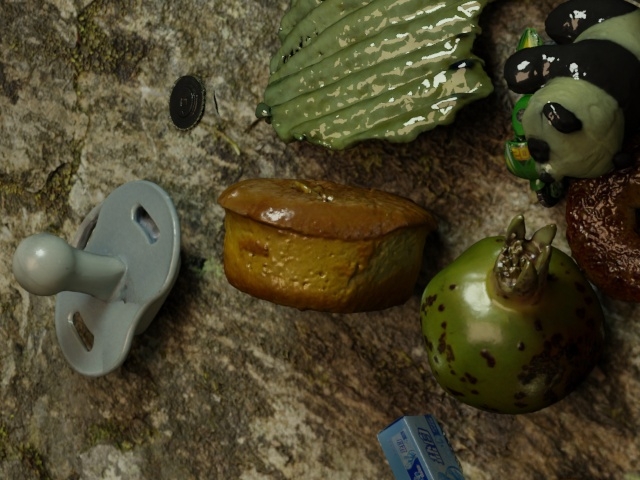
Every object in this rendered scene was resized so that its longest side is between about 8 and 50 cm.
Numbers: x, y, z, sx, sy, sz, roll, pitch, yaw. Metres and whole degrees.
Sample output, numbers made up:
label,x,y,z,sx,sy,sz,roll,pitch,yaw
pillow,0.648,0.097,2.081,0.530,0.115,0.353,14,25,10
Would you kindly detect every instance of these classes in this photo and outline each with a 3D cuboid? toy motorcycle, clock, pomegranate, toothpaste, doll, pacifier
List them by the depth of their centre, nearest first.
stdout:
label,x,y,z,sx,sy,sz,roll,pitch,yaw
doll,0.280,-0.155,1.298,0.135,0.234,0.143,1,130,51
pomegranate,0.206,0.066,1.336,0.198,0.198,0.246,27,125,38
toy motorcycle,0.245,-0.133,1.398,0.074,0.106,0.190,1,86,38
toothpaste,0.153,0.328,1.435,0.053,0.066,0.272,-38,62,28
pacifier,-0.329,0.038,1.755,0.244,0.233,0.299,46,111,36
clock,-0.195,-0.199,1.822,0.074,0.010,0.083,-2,82,38

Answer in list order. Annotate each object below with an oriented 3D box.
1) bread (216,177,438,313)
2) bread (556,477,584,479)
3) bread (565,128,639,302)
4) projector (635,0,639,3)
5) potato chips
label,x,y,z,sx,sy,sz,roll,pitch,yaw
bread,0.000,0.000,1.490,0.268,0.268,0.145,16,101,39
bread,0.294,0.327,1.320,0.189,0.077,0.114,40,113,32
bread,0.343,-0.028,1.335,0.193,0.064,0.193,-4,83,36
projector,0.356,-0.365,1.288,0.099,0.192,0.256,-11,77,42
potato chips,0.066,-0.271,1.558,0.389,0.097,0.373,2,68,42
